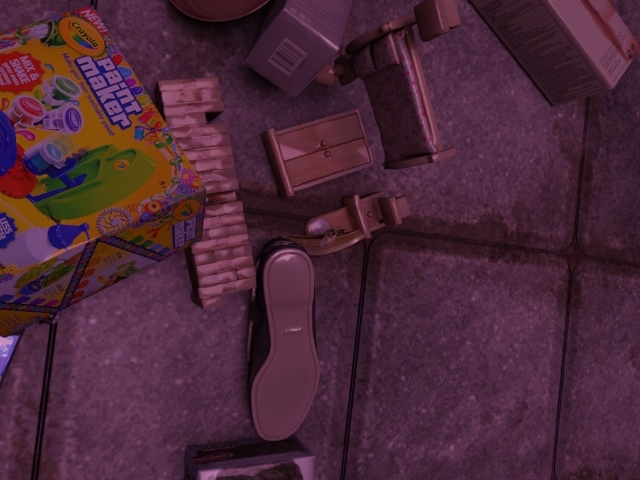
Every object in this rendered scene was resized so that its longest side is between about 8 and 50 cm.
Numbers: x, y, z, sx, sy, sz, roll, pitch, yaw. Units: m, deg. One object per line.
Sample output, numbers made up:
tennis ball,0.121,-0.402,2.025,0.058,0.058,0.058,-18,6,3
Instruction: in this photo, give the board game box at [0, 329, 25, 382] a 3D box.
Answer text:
board game box,-0.600,0.219,0.701,0.319,0.066,0.317,21,83,-21

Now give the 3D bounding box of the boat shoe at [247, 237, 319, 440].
boat shoe,-0.062,0.157,0.910,0.112,0.095,0.334,0,105,-15

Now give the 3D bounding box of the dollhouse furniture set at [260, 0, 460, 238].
dollhouse furniture set,0.061,-0.134,0.818,0.174,0.356,0.303,-21,99,-20

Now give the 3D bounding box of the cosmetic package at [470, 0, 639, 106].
cosmetic package,0.456,-0.424,1.090,0.296,0.153,0.129,43,74,-19

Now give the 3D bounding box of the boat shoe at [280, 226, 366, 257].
boat shoe,0.000,0.000,0.916,0.056,0.153,0.048,-20,95,-57

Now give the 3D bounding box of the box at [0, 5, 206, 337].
box,-0.338,-0.086,0.696,0.279,0.177,0.289,-29,78,-22

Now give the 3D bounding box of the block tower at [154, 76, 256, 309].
block tower,-0.177,-0.071,0.862,0.097,0.091,0.335,-11,95,-22

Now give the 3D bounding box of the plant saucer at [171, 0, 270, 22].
plant saucer,-0.140,-0.410,0.862,0.199,0.036,0.198,-3,72,8

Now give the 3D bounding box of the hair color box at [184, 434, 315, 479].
hair color box,-0.115,0.515,0.882,0.186,0.114,0.374,1,90,-22

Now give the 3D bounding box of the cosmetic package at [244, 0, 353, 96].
cosmetic package,-0.020,-0.355,0.861,0.107,0.127,0.237,31,55,-19

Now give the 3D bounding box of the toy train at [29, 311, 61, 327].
toy train,-0.440,0.052,0.764,0.184,0.080,0.105,24,73,-19
